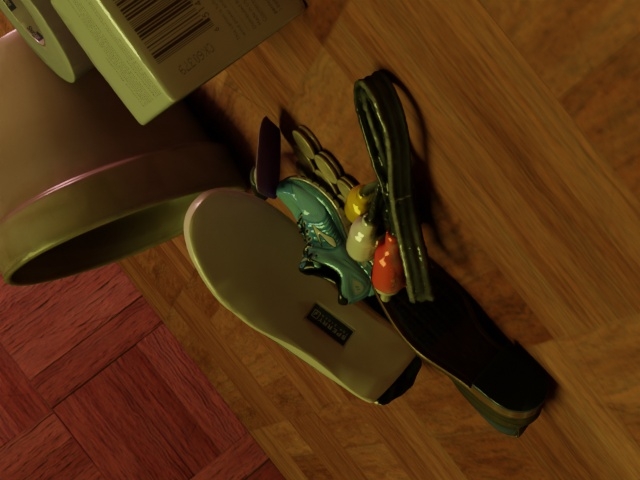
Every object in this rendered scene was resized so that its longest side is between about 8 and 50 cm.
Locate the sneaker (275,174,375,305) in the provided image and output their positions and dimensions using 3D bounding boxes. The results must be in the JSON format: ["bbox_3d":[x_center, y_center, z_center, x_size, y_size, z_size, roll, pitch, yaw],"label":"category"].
[{"bbox_3d":[0.000,0.000,1.583,0.162,0.073,0.063,51,167,18],"label":"sneaker"}]

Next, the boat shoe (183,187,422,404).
[{"bbox_3d":[-0.041,0.059,1.749,0.340,0.127,0.158,45,173,-21],"label":"boat shoe"}]

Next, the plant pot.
[{"bbox_3d":[-0.291,-0.130,1.883,0.323,0.323,0.280,135,114,-77],"label":"plant pot"}]

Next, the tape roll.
[{"bbox_3d":[-0.319,-0.287,1.693,0.219,0.072,0.219,47,167,14],"label":"tape roll"}]

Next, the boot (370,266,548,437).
[{"bbox_3d":[0.130,0.111,1.479,0.219,0.082,0.106,44,162,23],"label":"boot"}]

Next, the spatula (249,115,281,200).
[{"bbox_3d":[-0.064,-0.077,1.695,0.296,0.030,0.084,131,142,-83],"label":"spatula"}]

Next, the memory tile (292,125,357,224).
[{"bbox_3d":[0.011,-0.055,1.596,0.113,0.012,0.148,48,167,19],"label":"memory tile"}]

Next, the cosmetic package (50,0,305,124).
[{"bbox_3d":[-0.134,-0.214,1.361,0.151,0.151,0.184,55,166,-8],"label":"cosmetic package"}]

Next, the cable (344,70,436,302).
[{"bbox_3d":[0.054,-0.030,1.344,0.287,0.072,0.139,75,174,-65],"label":"cable"}]
